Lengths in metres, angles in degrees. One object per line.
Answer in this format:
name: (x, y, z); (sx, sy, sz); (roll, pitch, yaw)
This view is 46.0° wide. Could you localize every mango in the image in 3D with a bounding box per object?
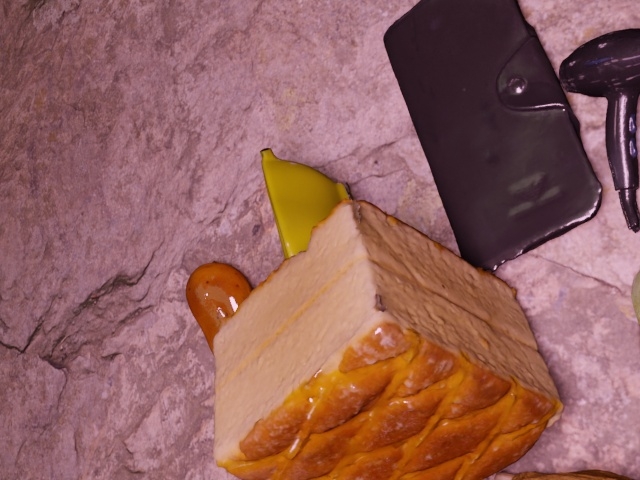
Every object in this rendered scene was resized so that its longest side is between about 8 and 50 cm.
mango: (-0.143, 0.107, 1.160); (0.105, 0.084, 0.159); (-26, 86, 17)

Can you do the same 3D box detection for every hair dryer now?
hair dryer: (0.344, -0.117, 0.798); (0.195, 0.075, 0.219); (2, 97, 60)

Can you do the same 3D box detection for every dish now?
dish: (0.000, 0.000, 1.019); (0.108, 0.221, 0.263); (-14, 57, -5)

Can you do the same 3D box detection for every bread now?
bread: (0.063, 0.146, 0.821); (0.279, 0.279, 0.207); (-44, 34, 24)

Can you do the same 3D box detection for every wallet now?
wallet: (0.205, -0.154, 0.936); (0.197, 0.051, 0.378); (-30, 66, 33)

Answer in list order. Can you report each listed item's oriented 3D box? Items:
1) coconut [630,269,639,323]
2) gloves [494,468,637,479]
coconut: (0.381, 0.066, 0.744); (0.158, 0.055, 0.133); (40, 109, 36)
gloves: (0.229, 0.312, 0.734); (0.356, 0.155, 0.203); (-38, 35, 52)
